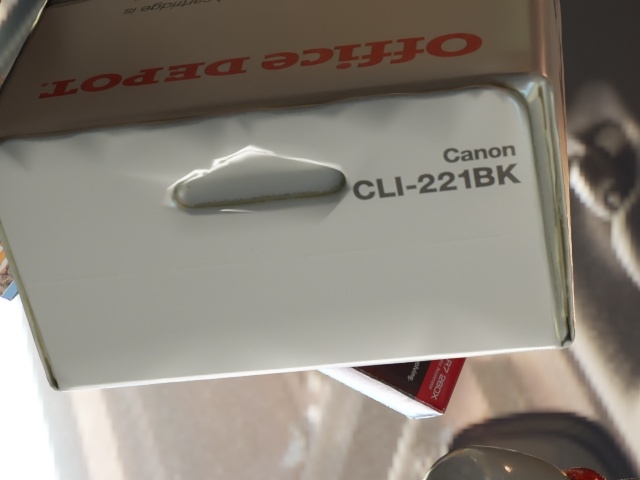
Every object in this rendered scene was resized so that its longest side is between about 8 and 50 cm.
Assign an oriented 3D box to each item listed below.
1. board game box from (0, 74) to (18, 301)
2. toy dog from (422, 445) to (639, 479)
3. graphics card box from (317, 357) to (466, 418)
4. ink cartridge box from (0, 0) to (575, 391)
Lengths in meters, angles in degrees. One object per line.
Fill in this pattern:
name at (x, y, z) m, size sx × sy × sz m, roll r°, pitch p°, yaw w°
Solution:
board game box at (-0.319, -0.094, 1.233) m, size 0.141 × 0.232 × 0.291 m, roll -53°, pitch 165°, yaw -1°
toy dog at (0.214, 0.224, 1.049) m, size 0.220 × 0.334 × 0.161 m, roll 111°, pitch -26°, yaw -56°
graphics card box at (0.000, 0.000, 1.704) m, size 0.232 × 0.371 × 0.094 m, roll -66°, pitch -165°, yaw -16°
ink cartridge box at (-0.002, -0.069, 0.679) m, size 0.273 × 0.197 × 0.114 m, roll -79°, pitch 161°, yaw -57°
